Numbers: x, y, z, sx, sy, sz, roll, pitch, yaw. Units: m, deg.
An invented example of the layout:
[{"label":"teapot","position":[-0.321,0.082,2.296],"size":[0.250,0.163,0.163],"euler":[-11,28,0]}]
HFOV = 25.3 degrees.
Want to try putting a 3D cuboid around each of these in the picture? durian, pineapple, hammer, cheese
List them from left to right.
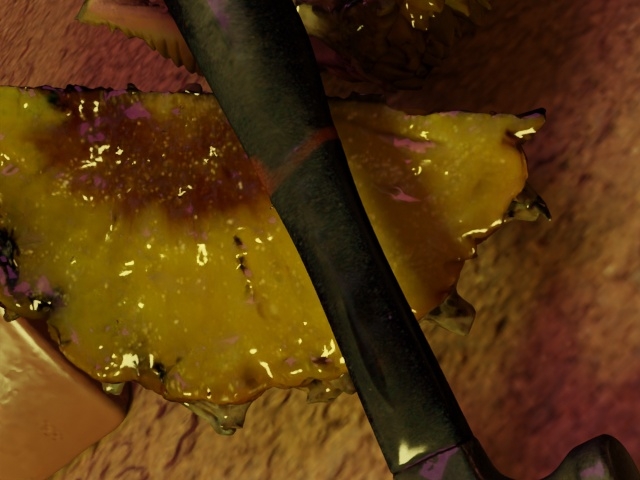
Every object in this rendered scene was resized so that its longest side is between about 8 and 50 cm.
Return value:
[{"label":"cheese","position":[-0.190,0.060,0.835],"size":[0.128,0.203,0.177],"euler":[-36,67,17]},{"label":"pineapple","position":[-0.046,0.001,0.687],"size":[0.334,0.158,0.161],"euler":[1,98,17]},{"label":"hammer","position":[0.000,0.000,0.557],"size":[0.137,0.037,0.290],"euler":[-30,80,22]},{"label":"durian","position":[0.008,-0.146,0.768],"size":[0.191,0.112,0.341],"euler":[-38,26,-21]}]
